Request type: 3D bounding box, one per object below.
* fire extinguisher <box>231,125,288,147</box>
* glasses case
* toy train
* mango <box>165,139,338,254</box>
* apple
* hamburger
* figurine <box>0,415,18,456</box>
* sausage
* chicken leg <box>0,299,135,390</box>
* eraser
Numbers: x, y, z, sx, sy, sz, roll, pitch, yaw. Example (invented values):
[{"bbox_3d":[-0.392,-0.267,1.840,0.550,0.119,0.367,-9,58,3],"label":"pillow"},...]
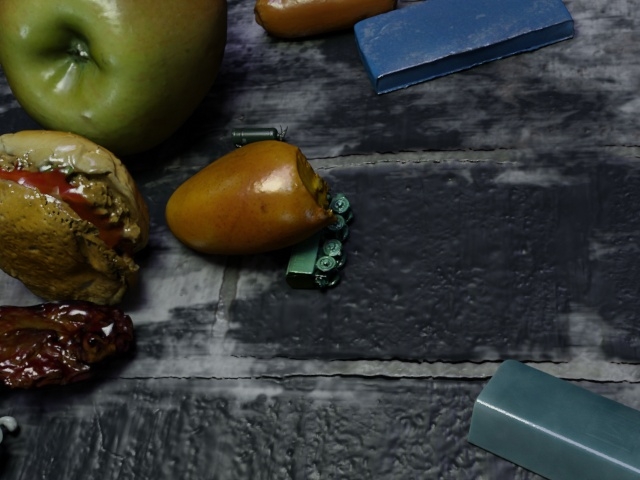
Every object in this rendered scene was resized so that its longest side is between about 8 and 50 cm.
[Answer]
[{"bbox_3d":[-0.088,-0.151,1.247,0.083,0.025,0.038,-1,91,13],"label":"fire extinguisher"},{"bbox_3d":[0.292,0.208,0.862,0.266,0.056,0.105,21,61,26],"label":"glasses case"},{"bbox_3d":[0.000,0.000,1.101,0.071,0.038,0.148,0,54,17],"label":"toy train"},{"bbox_3d":[-0.102,-0.050,1.093,0.252,0.126,0.154,-8,42,33],"label":"mango"},{"bbox_3d":[-0.306,-0.292,1.200,0.338,0.338,0.305,3,41,16],"label":"apple"},{"bbox_3d":[-0.329,-0.034,1.086,0.244,0.244,0.163,9,52,19],"label":"hamburger"},{"bbox_3d":[-0.410,0.241,0.998,0.086,0.082,0.094,8,78,-1],"label":"figurine"},{"bbox_3d":[0.009,-0.377,1.353,0.238,0.098,0.098,-7,52,6],"label":"sausage"},{"bbox_3d":[-0.427,0.153,1.017,0.407,0.096,0.158,-12,26,-20],"label":"chicken leg"},{"bbox_3d":[0.213,-0.322,1.295,0.312,0.042,0.144,-16,52,1],"label":"eraser"}]
